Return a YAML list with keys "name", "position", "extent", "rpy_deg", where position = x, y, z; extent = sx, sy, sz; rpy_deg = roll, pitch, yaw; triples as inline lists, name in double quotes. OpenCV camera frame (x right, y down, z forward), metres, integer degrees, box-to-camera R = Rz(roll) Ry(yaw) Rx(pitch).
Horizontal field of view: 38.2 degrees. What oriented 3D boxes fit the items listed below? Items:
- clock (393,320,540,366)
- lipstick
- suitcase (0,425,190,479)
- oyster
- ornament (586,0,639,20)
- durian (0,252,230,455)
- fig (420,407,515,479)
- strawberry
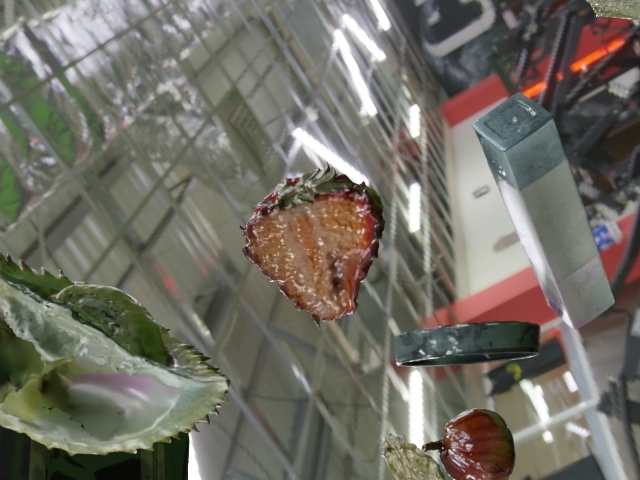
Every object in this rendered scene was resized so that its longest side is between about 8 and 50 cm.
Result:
- name: "clock"
  position: [0.224, 0.161, 1.412]
  extent: [0.226, 0.226, 0.049]
  rpy_deg: [21, -119, -66]
- name: "lipstick"
  position: [0.261, -0.023, 1.054]
  extent: [0.317, 0.068, 0.066]
  rpy_deg: [57, 177, -40]
- name: "suitcase"
  position: [-0.410, 0.405, 1.506]
  extent: [0.434, 0.194, 0.283]
  rpy_deg: [17, -122, -37]
- name: "oyster"
  position: [0.135, 0.321, 1.257]
  extent: [0.146, 0.045, 0.121]
  rpy_deg: [57, 164, -19]
- name: "ornament"
  position: [0.387, -0.289, 1.087]
  extent: [0.180, 0.201, 0.059]
  rpy_deg: [176, 101, -69]
- name: "durian"
  position: [-0.248, 0.102, 0.876]
  extent: [0.306, 0.172, 0.166]
  rpy_deg: [39, 160, -14]
- name: "fig"
  position: [0.235, 0.335, 1.438]
  extent: [0.128, 0.150, 0.128]
  rpy_deg: [46, 154, 31]
- name: "strawberry"
  position: [0.011, -0.013, 1.725]
  extent: [0.280, 0.253, 0.150]
  rpy_deg: [49, -164, -27]
